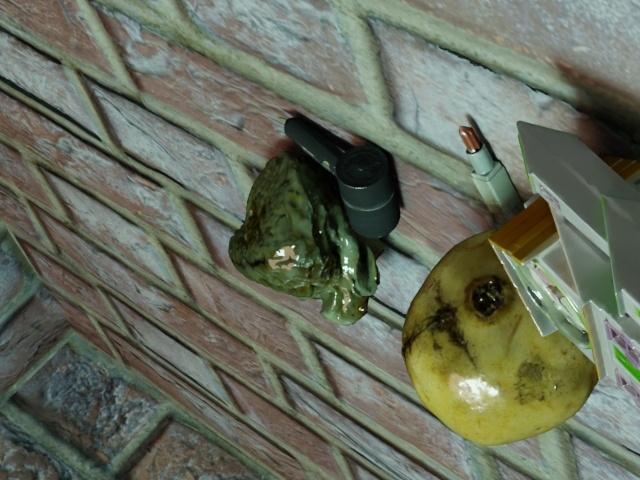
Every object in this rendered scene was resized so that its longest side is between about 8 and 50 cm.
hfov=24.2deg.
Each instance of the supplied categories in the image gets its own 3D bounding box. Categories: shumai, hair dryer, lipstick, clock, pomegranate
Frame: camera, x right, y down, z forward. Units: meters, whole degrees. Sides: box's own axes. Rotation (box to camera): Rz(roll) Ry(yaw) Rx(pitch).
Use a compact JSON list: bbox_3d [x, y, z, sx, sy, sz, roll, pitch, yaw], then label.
[{"bbox_3d":[-0.002,-0.001,2.099,0.218,0.189,0.256,28,175,-15],"label":"shumai"},{"bbox_3d":[0.016,-0.102,1.989,0.219,0.071,0.124,41,161,30],"label":"hair dryer"},{"bbox_3d":[0.189,-0.086,1.720,0.030,0.030,0.129,20,149,50],"label":"lipstick"},{"bbox_3d":[0.293,0.029,1.471,0.309,0.166,0.235,49,172,35],"label":"clock"},{"bbox_3d":[0.219,0.111,1.733,0.260,0.260,0.260,38,159,17],"label":"pomegranate"}]
